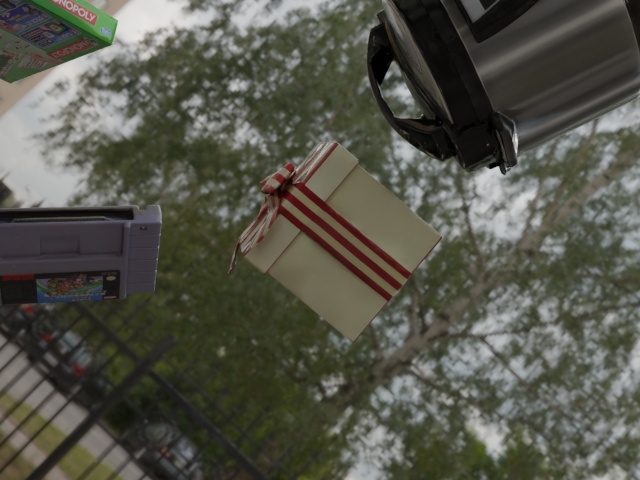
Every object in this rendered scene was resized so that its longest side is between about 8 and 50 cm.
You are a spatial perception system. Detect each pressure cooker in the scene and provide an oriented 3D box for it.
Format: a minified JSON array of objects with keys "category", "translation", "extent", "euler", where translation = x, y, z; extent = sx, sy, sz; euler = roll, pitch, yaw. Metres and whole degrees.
[{"category":"pressure cooker","translation":[0.284,-0.310,1.530],"extent":[0.375,0.420,0.370],"euler":[64,5,-6]}]

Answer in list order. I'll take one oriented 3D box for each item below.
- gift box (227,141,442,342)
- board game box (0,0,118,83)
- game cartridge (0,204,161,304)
[{"category":"gift box","translation":[0.000,0.000,1.499],"extent":[0.258,0.276,0.255],"euler":[41,-4,-8]},{"category":"board game box","translation":[-0.485,-0.329,1.428],"extent":[0.317,0.046,0.213],"euler":[-5,-22,44]},{"category":"game cartridge","translation":[-0.475,0.030,1.719],"extent":[0.230,0.355,0.068],"euler":[104,-23,-45]}]
